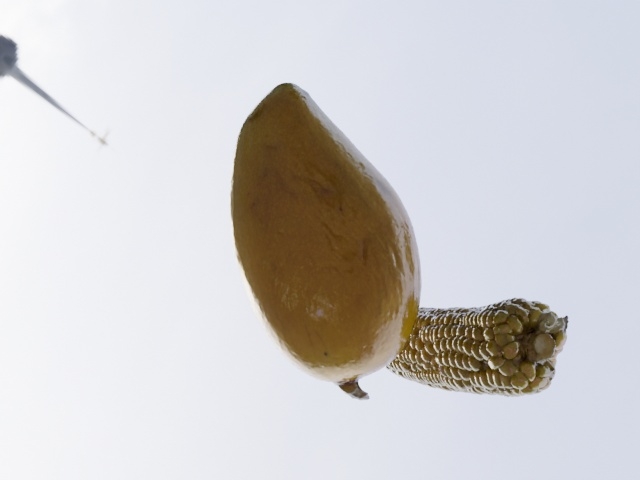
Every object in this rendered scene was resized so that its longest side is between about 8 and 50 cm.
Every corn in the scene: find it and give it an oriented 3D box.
[{"bbox_3d":[0.142,0.109,1.052,0.291,0.101,0.101,-5,-119,61],"label":"corn"}]

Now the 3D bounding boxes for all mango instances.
[{"bbox_3d":[0.000,0.000,0.966,0.176,0.119,0.317,-23,-98,15],"label":"mango"}]
